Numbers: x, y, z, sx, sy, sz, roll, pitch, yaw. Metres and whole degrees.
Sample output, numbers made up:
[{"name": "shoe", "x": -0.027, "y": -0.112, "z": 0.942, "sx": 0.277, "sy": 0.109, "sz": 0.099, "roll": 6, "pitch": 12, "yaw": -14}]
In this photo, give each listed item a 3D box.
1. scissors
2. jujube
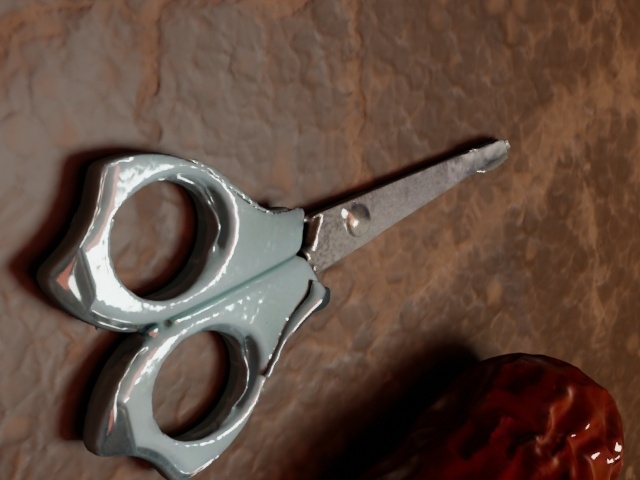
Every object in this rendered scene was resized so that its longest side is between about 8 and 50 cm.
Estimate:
[{"name": "scissors", "x": 0.001, "y": 0.000, "z": 0.703, "sx": 0.360, "sy": 0.029, "sz": 0.191, "roll": -26, "pitch": 116, "yaw": -35}, {"name": "jujube", "x": 0.105, "y": 0.171, "z": 0.766, "sx": 0.230, "sy": 0.155, "sz": 0.155, "roll": -52, "pitch": 131, "yaw": -31}]
